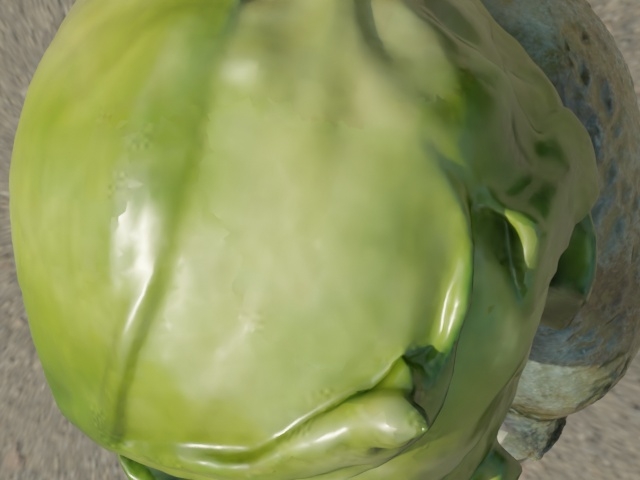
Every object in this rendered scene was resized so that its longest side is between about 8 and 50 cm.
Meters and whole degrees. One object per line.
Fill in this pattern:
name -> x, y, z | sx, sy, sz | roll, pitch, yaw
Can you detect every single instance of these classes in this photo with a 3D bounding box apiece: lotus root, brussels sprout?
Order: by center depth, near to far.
brussels sprout -> -0.002, 0.000, 0.713 | 0.227, 0.259, 0.294 | -4, 82, 7
lotus root -> 0.098, -0.017, 0.957 | 0.175, 0.175, 0.349 | -25, 131, -6
